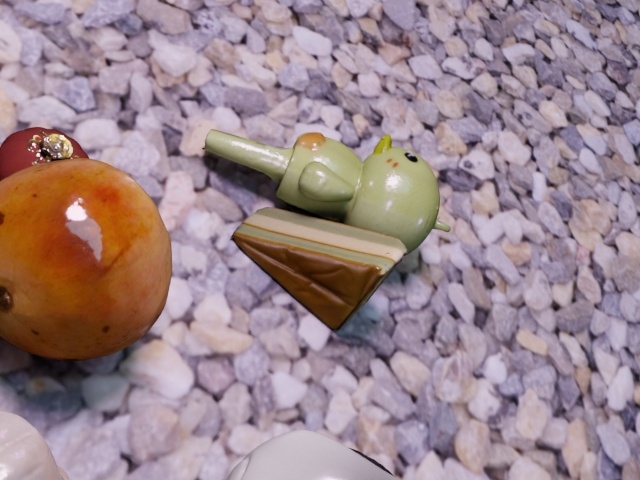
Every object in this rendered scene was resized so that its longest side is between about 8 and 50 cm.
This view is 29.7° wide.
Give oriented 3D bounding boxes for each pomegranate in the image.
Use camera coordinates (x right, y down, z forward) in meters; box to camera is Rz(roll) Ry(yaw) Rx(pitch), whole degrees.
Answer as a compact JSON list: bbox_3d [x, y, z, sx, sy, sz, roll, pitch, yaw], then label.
[{"bbox_3d":[-0.227,0.018,1.094,0.191,0.191,0.191,19,45,-21],"label":"pomegranate"}]

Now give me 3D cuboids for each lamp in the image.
[{"bbox_3d":[-0.274,-0.066,1.194,0.101,0.090,0.101,19,44,-19],"label":"lamp"}]

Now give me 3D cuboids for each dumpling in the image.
[{"bbox_3d":[-0.282,0.191,0.953,0.136,0.118,0.199,38,11,21],"label":"dumpling"}]

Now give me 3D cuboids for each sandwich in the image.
[{"bbox_3d":[0.000,0.000,1.312,0.163,0.113,0.079,42,42,5],"label":"sandwich"}]

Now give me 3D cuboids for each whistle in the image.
[{"bbox_3d":[0.020,-0.080,1.380,0.294,0.141,0.141,33,42,-8],"label":"whistle"}]

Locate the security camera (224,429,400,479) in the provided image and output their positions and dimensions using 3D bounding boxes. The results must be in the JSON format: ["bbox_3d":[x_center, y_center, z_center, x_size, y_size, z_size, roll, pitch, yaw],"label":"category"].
[{"bbox_3d":[-0.014,0.263,0.982,0.194,0.236,0.194,17,47,-19],"label":"security camera"}]
